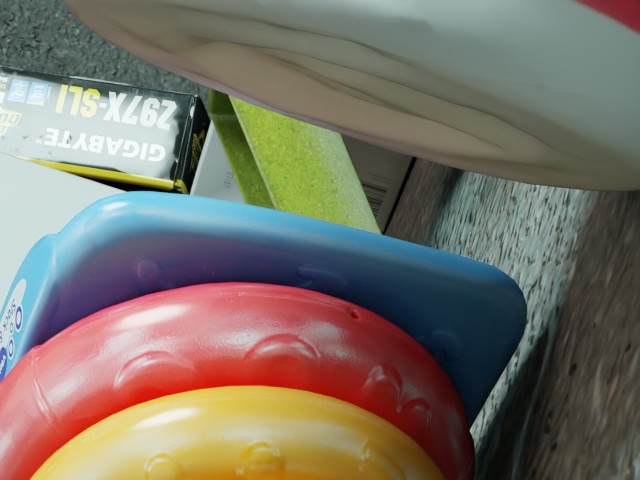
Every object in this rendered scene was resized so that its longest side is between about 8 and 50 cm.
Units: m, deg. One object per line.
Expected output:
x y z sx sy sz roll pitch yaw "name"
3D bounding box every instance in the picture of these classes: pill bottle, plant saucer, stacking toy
0.056 -0.186 0.526 0.176 0.176 0.318 145 143 -85 "pill bottle"
0.000 0.000 0.981 0.188 0.045 0.188 144 103 -85 "plant saucer"
-0.020 0.143 0.569 0.302 0.166 0.175 -98 25 -47 "stacking toy"

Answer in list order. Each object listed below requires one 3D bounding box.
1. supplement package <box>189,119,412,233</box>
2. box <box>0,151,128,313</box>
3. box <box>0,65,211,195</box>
0.007 -0.124 1.391 0.139 0.134 0.244 111 175 -47 "supplement package"
-0.158 0.089 1.160 0.215 0.345 0.168 113 174 -54 "box"
-0.200 -0.045 1.512 0.322 0.257 0.079 75 -157 -74 "box"
